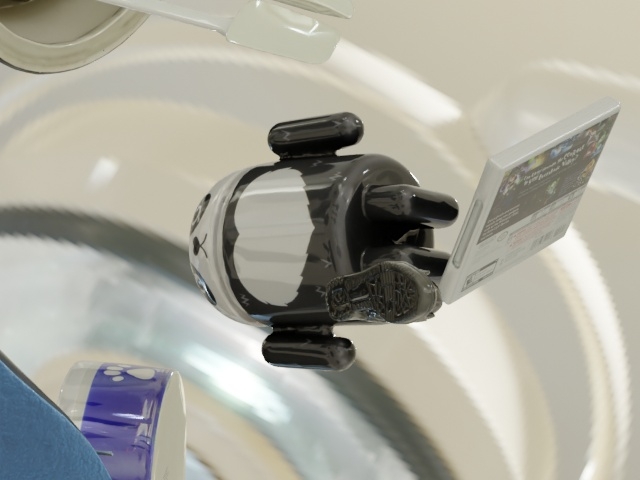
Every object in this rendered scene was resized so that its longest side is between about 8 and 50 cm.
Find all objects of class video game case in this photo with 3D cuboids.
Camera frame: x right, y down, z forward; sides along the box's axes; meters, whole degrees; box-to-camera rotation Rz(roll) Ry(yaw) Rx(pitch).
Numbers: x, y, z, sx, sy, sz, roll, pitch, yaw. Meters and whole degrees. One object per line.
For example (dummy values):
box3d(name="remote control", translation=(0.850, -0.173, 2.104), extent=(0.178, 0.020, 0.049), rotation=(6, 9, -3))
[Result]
box3d(name="video game case", translation=(0.197, -0.039, 1.850), extent=(0.022, 0.190, 0.173), rotation=(40, -46, 24))

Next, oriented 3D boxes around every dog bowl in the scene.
box3d(name="dog bowl", translation=(-0.205, 0.256, 1.983), extent=(0.104, 0.264, 0.265), rotation=(3, -22, 4))
box3d(name="dog bowl", translation=(-0.331, -0.416, 2.362), extent=(0.150, 0.408, 0.408), rotation=(28, -16, 31))

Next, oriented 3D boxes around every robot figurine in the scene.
box3d(name="robot figurine", translation=(-0.001, 0.002, 1.932), extent=(0.278, 0.209, 0.173), rotation=(-3, -47, 38))

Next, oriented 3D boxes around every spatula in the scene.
box3d(name="spatula", translation=(-0.083, -0.212, 1.546), extent=(0.242, 0.168, 0.019), rotation=(17, -42, 12))

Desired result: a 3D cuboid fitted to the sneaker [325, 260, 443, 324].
box3d(name="sneaker", translation=(0.068, 0.043, 1.601), extent=(0.089, 0.051, 0.170), rotation=(-2, -3, -31))

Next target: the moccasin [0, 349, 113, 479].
box3d(name="moccasin", translation=(-0.260, 0.148, 1.536), extent=(0.342, 0.138, 0.117), rotation=(59, -16, -10))
